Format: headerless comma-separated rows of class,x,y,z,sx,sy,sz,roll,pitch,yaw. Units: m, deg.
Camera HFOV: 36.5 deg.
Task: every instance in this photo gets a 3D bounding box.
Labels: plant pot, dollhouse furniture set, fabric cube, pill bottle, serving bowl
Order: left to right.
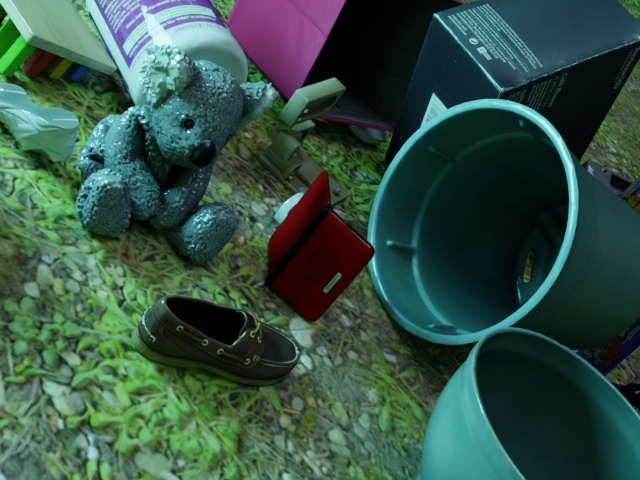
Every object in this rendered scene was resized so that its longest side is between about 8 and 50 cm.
pill bottle,-0.234,-0.315,1.383,0.169,0.169,0.301,4,46,-45
dollhouse furniture set,0.004,-0.136,1.425,0.123,0.151,0.144,45,33,9
fabric cube,0.037,-0.371,1.634,0.254,0.259,0.258,6,33,-43
serving bowl,0.078,-0.197,1.704,0.083,0.027,0.083,28,32,-19
plant pot,0.227,0.273,1.085,0.293,0.196,0.293,27,32,-19
plant pot,0.302,0.010,1.417,0.334,0.341,0.341,19,35,-45

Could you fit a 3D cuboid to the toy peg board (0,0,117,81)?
toy peg board,-0.381,-0.274,1.283,0.161,0.079,0.160,54,18,22

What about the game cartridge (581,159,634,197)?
game cartridge,0.566,-0.009,1.777,0.355,0.230,0.068,23,57,-13

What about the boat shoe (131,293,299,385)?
boat shoe,-0.101,0.108,1.069,0.207,0.073,0.073,14,38,-38

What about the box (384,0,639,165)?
box,0.310,-0.227,1.590,0.312,0.343,0.179,-21,61,-25

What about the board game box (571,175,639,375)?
board game box,0.517,0.030,1.571,0.078,0.347,0.233,28,32,-18

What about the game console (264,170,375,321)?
game console,-0.002,0.008,1.234,0.124,0.144,0.085,42,32,4

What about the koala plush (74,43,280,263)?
koala plush,-0.170,-0.127,1.154,0.196,0.221,0.203,16,38,-34

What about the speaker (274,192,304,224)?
speaker,0.000,0.000,1.337,0.136,0.055,0.055,48,31,13

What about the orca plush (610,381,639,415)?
orca plush,0.496,0.288,1.449,0.151,0.102,0.287,40,30,0

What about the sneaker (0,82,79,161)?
sneaker,-0.352,-0.140,1.145,0.152,0.061,0.053,28,34,19
